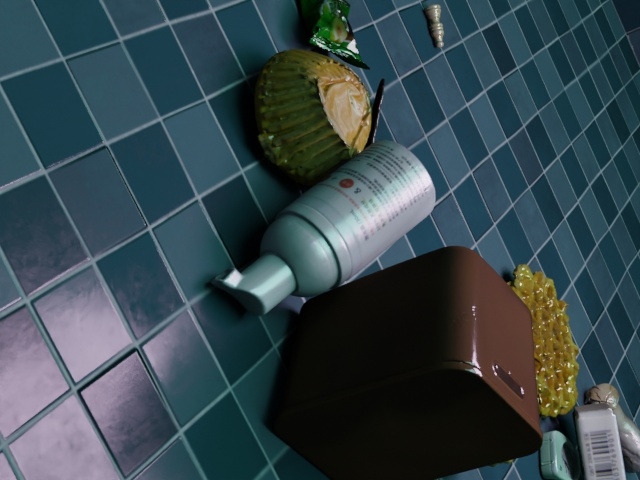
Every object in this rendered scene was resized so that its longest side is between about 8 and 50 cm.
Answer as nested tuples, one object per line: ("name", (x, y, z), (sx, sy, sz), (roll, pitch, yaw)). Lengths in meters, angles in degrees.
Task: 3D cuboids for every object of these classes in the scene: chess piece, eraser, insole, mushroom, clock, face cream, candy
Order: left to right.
("face cream", (0.000, 0.000, 1.655), (0.370, 0.145, 0.145), (-37, 106, -28))
("candy", (0.012, -0.399, 1.992), (0.141, 0.078, 0.203), (46, 27, -49))
("insole", (0.071, -0.112, 1.848), (0.007, 0.111, 0.327), (12, 86, -8))
("chess piece", (0.251, -0.463, 2.405), (0.035, 0.035, 0.092), (4, 74, -54))
("clock", (0.493, 0.454, 2.252), (0.135, 0.041, 0.101), (40, 43, -39))
("eraser", (0.577, 0.478, 2.264), (0.124, 0.081, 0.278), (17, 65, -82))
("mushroom", (0.671, 0.418, 2.493), (0.223, 0.081, 0.092), (59, 15, -11))

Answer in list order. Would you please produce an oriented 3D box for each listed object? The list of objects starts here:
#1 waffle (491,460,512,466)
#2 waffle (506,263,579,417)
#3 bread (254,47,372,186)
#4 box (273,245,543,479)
("waffle", (0.224, 0.231, 1.892), (0.261, 0.151, 0.324), (15, 58, -46))
("waffle", (0.456, 0.208, 2.308), (0.302, 0.068, 0.324), (-15, 84, -57))
("bread", (-0.008, -0.208, 1.801), (0.240, 0.139, 0.239), (35, 45, -45))
("box", (0.129, 0.189, 1.612), (0.239, 0.339, 0.229), (43, 39, -34))
